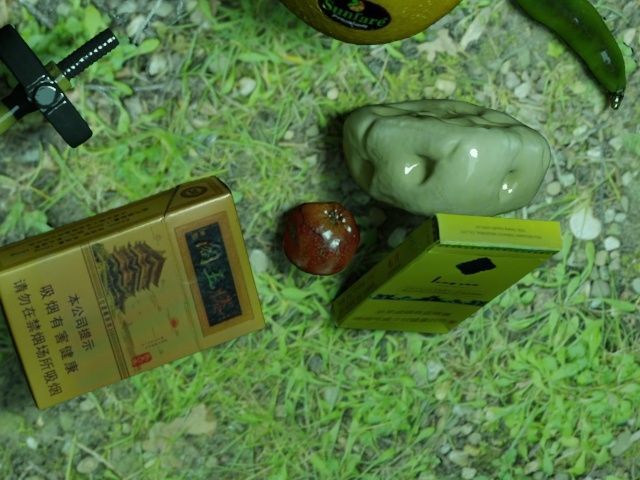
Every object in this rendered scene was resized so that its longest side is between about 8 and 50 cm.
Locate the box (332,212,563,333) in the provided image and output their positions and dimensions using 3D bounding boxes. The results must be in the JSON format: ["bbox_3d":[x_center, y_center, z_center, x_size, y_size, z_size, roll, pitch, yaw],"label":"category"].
[{"bbox_3d":[0.138,0.043,1.834,0.153,0.279,0.041,5,65,-23],"label":"box"}]

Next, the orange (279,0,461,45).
[{"bbox_3d":[0.051,-0.333,1.638,0.274,0.274,0.274,-7,112,-18],"label":"orange"}]

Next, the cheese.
[{"bbox_3d":[0.139,-0.089,1.798,0.235,0.218,0.117,5,103,1],"label":"cheese"}]

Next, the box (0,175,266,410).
[{"bbox_3d":[-0.213,0.055,1.789,0.274,0.076,0.174,-19,117,-13],"label":"box"}]

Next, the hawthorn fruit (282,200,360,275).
[{"bbox_3d":[0.000,0.000,1.850,0.093,0.093,0.093,-7,112,-18],"label":"hawthorn fruit"}]

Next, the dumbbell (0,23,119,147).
[{"bbox_3d":[-0.340,-0.113,1.636,0.325,0.143,0.143,-37,118,-4],"label":"dumbbell"}]

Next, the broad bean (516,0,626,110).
[{"bbox_3d":[0.292,-0.253,1.883,0.065,0.046,0.254,-48,119,1],"label":"broad bean"}]
